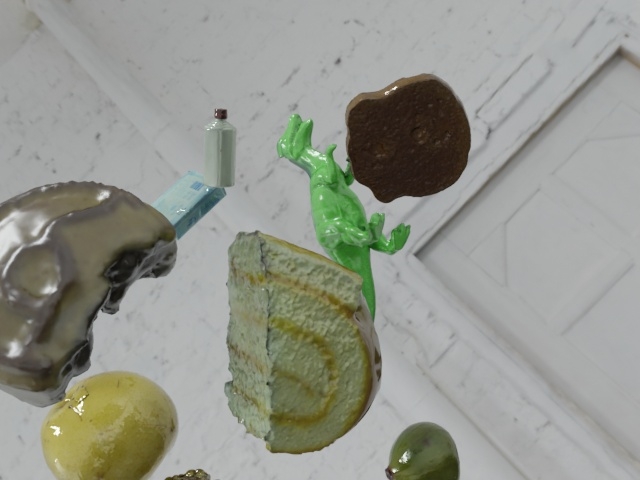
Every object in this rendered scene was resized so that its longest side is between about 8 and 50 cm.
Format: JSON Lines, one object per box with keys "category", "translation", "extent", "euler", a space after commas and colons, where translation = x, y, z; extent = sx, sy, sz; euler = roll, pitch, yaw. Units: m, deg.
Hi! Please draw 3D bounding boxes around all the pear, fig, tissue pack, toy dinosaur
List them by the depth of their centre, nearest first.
{"category": "toy dinosaur", "translation": [0.000, 0.000, 1.418], "extent": [0.144, 0.375, 0.499], "euler": [-15, -53, -49]}
{"category": "fig", "translation": [0.257, 0.588, 1.628], "extent": [0.225, 0.202, 0.202], "euler": [0, -45, -30]}
{"category": "pear", "translation": [-0.554, 0.511, 1.635], "extent": [0.348, 0.348, 0.348], "euler": [-38, -22, -19]}
{"category": "tissue pack", "translation": [-0.483, -0.124, 2.179], "extent": [0.263, 0.177, 0.089], "euler": [-50, -39, -27]}

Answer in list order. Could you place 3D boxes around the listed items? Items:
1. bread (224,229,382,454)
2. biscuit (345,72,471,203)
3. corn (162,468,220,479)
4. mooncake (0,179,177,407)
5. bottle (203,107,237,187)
{"category": "bread", "translation": [-0.028, 0.173, 1.172], "extent": [0.264, 0.239, 0.394], "euler": [-1, -85, -23]}
{"category": "biscuit", "translation": [0.178, -0.200, 1.247], "extent": [0.258, 0.049, 0.272], "euler": [-18, -54, 3]}
{"category": "corn", "translation": [-0.315, 0.470, 1.029], "extent": [0.320, 0.096, 0.097], "euler": [-19, -26, -7]}
{"category": "mooncake", "translation": [-0.450, 0.093, 1.112], "extent": [0.394, 0.393, 0.246], "euler": [-5, -28, -18]}
{"category": "bottle", "translation": [-0.319, -0.295, 1.952], "extent": [0.104, 0.104, 0.244], "euler": [-15, -67, -54]}
